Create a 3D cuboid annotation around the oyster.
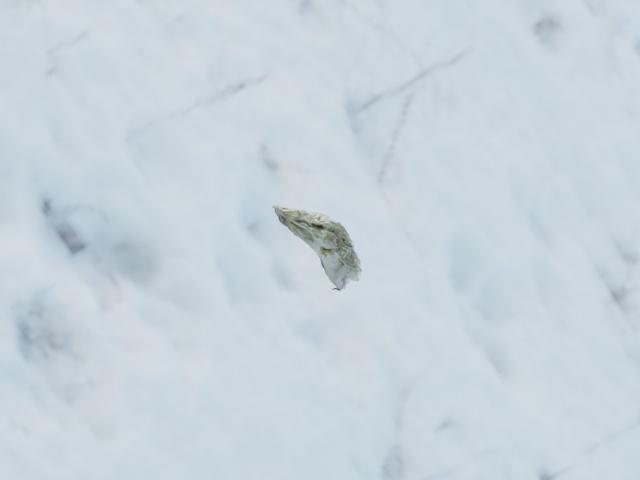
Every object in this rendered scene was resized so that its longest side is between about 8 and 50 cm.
[{"bbox_3d":[0.001,-0.002,1.527,0.093,0.051,0.034,50,60,-2],"label":"oyster"}]
